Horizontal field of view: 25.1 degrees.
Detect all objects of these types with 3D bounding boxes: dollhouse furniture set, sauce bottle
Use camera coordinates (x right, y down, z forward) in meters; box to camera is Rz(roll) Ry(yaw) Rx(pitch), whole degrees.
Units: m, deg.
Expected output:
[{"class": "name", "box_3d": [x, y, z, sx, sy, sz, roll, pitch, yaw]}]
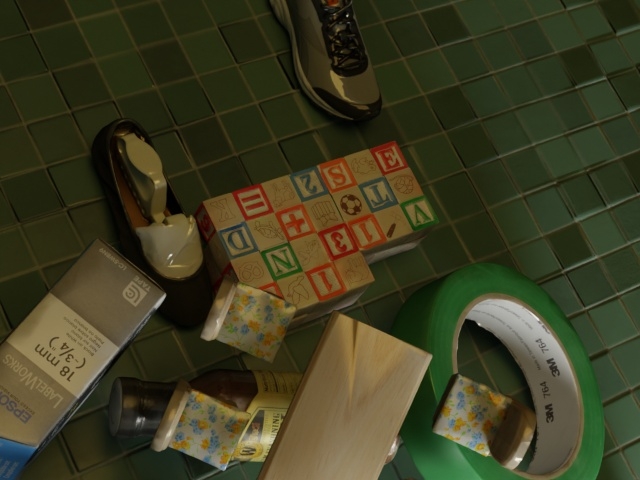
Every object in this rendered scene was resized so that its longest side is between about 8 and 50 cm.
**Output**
[{"class": "dollhouse furniture set", "box_3d": [-0.010, 0.279, 1.501, 0.362, 0.256, 0.394, 24, 90, -4]}, {"class": "sauce bottle", "box_3d": [-0.076, 0.208, 1.698, 0.344, 0.111, 0.111, 5, 64, -18]}]

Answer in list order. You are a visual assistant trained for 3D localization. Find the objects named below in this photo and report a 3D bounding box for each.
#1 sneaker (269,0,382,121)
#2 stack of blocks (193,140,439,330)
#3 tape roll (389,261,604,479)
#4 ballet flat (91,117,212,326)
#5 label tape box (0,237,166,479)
[{"class": "sneaker", "box_3d": [0.010, -0.285, 1.966, 0.100, 0.108, 0.272, -18, 75, -30]}, {"class": "stack of blocks", "box_3d": [0.000, 0.000, 1.837, 0.297, 0.087, 0.171, -20, 75, -28]}, {"class": "tape roll", "box_3d": [0.221, 0.189, 1.779, 0.321, 0.077, 0.321, 23, 54, -35]}, {"class": "ballet flat", "box_3d": [-0.207, -0.029, 1.763, 0.095, 0.096, 0.280, -21, 75, -29]}, {"class": "label tape box", "box_3d": [-0.328, 0.180, 1.533, 0.106, 0.240, 0.334, 40, 59, -2]}]
